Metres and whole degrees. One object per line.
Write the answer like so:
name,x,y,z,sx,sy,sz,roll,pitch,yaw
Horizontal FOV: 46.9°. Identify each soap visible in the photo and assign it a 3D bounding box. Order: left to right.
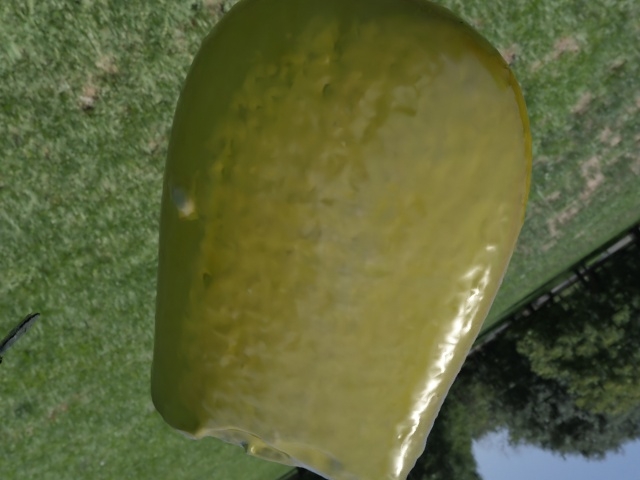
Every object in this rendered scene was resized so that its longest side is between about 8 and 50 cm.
soap,0.001,0.000,0.633,0.115,0.306,0.427,-39,148,-63

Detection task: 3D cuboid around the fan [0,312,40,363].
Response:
fan,-0.233,0.122,0.387,0.229,0.011,0.335,-39,-167,22
